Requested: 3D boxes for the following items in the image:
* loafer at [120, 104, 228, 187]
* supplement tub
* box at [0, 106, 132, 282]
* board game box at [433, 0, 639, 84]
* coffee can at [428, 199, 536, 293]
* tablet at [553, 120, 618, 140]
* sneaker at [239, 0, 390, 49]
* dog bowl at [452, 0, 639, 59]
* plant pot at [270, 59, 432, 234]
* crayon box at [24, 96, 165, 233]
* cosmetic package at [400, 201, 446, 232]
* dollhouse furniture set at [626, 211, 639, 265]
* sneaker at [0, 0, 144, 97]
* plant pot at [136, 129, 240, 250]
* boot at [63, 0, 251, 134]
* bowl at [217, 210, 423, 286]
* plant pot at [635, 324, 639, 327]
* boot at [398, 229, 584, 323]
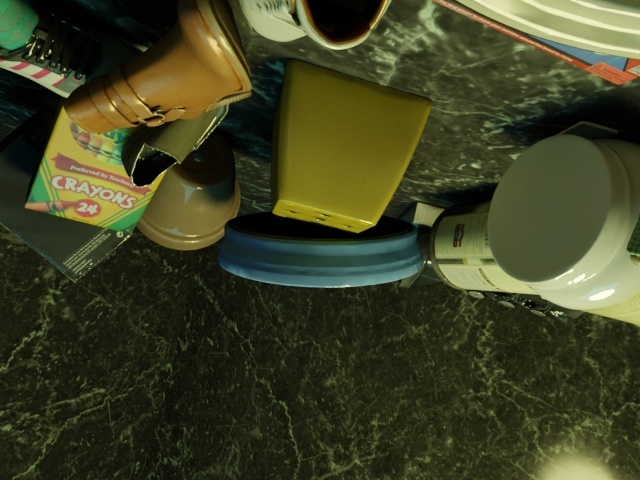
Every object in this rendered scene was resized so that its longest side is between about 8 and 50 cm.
[{"bbox_3d":[-0.232,-0.169,0.855,0.251,0.087,0.094,-38,137,27],"label":"loafer"},{"bbox_3d":[0.428,-0.005,0.736,0.324,0.235,0.235,14,173,-23],"label":"supplement tub"},{"bbox_3d":[-0.592,-0.114,1.187,0.294,0.182,0.296,49,-177,-31],"label":"box"},{"bbox_3d":[0.202,-0.209,0.429,0.281,0.027,0.145,15,171,-17],"label":"board game box"},{"bbox_3d":[0.387,0.010,1.091,0.201,0.202,0.275,16,172,-21],"label":"coffee can"},{"bbox_3d":[0.361,-0.145,0.723,0.054,0.006,0.083,14,172,-5],"label":"tablet"},{"bbox_3d":[-0.014,-0.210,0.438,0.105,0.123,0.290,14,174,-21],"label":"sneaker"},{"bbox_3d":[0.165,-0.198,0.095,0.407,0.150,0.408,12,173,2],"label":"dog bowl"},{"bbox_3d":[0.020,-0.120,0.804,0.212,0.187,0.212,14,173,-8],"label":"plant pot"},{"bbox_3d":[-0.389,-0.159,0.954,0.202,0.081,0.318,16,131,-32],"label":"crayon box"},{"bbox_3d":[0.281,-0.045,1.427,0.098,0.060,0.239,12,173,1],"label":"cosmetic package"},{"bbox_3d":[0.501,-0.035,0.551,0.301,0.198,0.151,15,174,-24],"label":"dollhouse furniture set"},{"bbox_3d":[-0.362,-0.265,0.669,0.295,0.124,0.178,16,-178,-12],"label":"sneaker"},{"bbox_3d":[-0.285,-0.134,1.157,0.263,0.263,0.229,15,155,-19],"label":"plant pot"},{"bbox_3d":[-0.199,-0.200,0.618,0.220,0.109,0.283,-16,-172,-5],"label":"boot"},{"bbox_3d":[0.000,0.000,1.008,0.391,0.077,0.391,1,-169,0],"label":"bowl"},{"bbox_3d":[0.667,0.077,1.015,0.276,0.276,0.254,17,-177,-29],"label":"plant pot"},{"bbox_3d":[0.451,0.104,1.420,0.445,0.146,0.367,13,174,5],"label":"boot"}]
